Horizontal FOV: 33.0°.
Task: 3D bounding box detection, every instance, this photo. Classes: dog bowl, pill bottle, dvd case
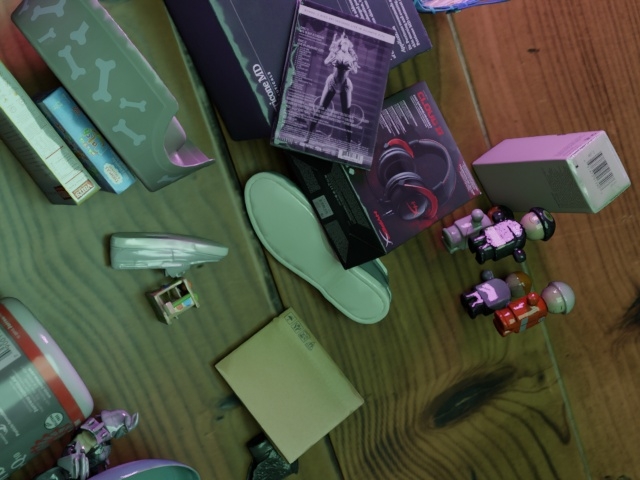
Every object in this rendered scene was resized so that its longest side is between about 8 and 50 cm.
[{"bbox_3d":[-0.291,-0.214,1.490,0.102,0.349,0.348,-39,108,-6],"label":"dog bowl"},{"bbox_3d":[-0.513,0.258,1.470,0.363,0.210,0.210,-36,107,-19],"label":"pill bottle"},{"bbox_3d":[0.020,-0.229,1.600,0.165,0.018,0.221,13,84,-25],"label":"dvd case"}]

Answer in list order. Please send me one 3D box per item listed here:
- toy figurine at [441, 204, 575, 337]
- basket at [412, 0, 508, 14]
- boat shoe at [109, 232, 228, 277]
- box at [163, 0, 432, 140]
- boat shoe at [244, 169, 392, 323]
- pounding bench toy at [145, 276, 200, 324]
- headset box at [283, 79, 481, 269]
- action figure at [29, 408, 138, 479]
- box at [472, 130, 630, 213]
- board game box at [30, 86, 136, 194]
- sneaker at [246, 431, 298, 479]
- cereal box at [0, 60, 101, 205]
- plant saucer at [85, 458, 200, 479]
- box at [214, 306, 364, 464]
[{"bbox_3d":[0.322,0.042,1.852,0.148,0.209,0.213,-23,102,-11],"label":"toy figurine"},{"bbox_3d":[0.191,-0.486,1.717,0.201,0.289,0.254,-22,102,-30],"label":"basket"},{"bbox_3d":[-0.235,0.026,1.671,0.184,0.066,0.063,2,102,-26],"label":"boat shoe"},{"bbox_3d":[-0.054,-0.375,1.671,0.313,0.179,0.343,-31,105,-22],"label":"box"},{"bbox_3d":[0.000,0.000,1.780,0.319,0.116,0.099,46,31,-13],"label":"boat shoe"},{"bbox_3d":[-0.221,0.092,1.668,0.065,0.083,0.052,-30,104,-20],"label":"pounding bench toy"},{"bbox_3d":[0.114,-0.115,1.749,0.293,0.110,0.218,-30,95,-41],"label":"headset box"},{"bbox_3d":[-0.375,0.344,1.573,0.285,0.185,0.099,-40,75,-4],"label":"action figure"},{"bbox_3d":[0.387,-0.113,1.838,0.094,0.275,0.113,-37,108,-19],"label":"box"},{"bbox_3d":[-0.345,-0.141,1.526,0.039,0.211,0.160,-42,108,-15],"label":"board game box"},{"bbox_3d":[-0.055,0.346,1.780,0.170,0.051,0.089,-29,105,-16],"label":"sneaker"},{"bbox_3d":[-0.416,-0.154,1.515,0.047,0.173,0.240,-42,109,-18],"label":"cereal box"},{"bbox_3d":[-0.319,0.419,1.566,0.318,0.317,0.043,-29,61,-21],"label":"plant saucer"},{"bbox_3d":[-0.051,0.234,1.754,0.164,0.021,0.201,-37,88,-19],"label":"box"}]
